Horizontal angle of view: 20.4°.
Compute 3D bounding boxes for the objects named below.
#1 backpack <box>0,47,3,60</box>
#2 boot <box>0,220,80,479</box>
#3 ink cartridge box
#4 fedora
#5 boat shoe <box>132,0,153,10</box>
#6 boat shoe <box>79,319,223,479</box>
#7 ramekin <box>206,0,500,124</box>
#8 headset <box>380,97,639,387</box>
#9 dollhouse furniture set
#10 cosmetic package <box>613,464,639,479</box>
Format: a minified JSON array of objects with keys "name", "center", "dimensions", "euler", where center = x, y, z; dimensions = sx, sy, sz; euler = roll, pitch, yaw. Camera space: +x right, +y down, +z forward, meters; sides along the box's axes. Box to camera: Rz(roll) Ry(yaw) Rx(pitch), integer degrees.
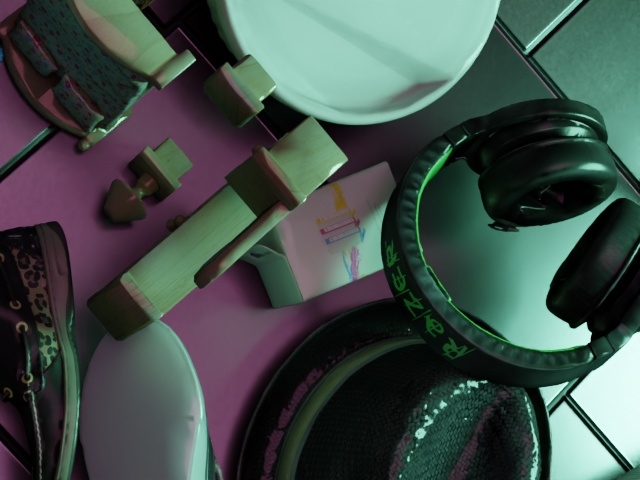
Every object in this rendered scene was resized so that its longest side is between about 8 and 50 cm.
[{"name":"backpack","center":[-0.375,-0.145,1.399],"dimensions":[0.276,0.263,0.213],"euler":[-23,91,-21]},{"name":"boot","center":[-0.295,0.101,1.489],"dimensions":[0.179,0.085,0.236],"euler":[-1,76,-17]},{"name":"ink cartridge box","center":[0.000,0.000,1.600],"dimensions":[0.143,0.092,0.090],"euler":[-22,90,-20]},{"name":"fedora","center":[0.089,0.212,1.563],"dimensions":[0.334,0.152,0.334],"euler":[2,84,-19]},{"name":"boat shoe","center":[-0.164,-0.229,1.581],"dimensions":[0.045,0.050,0.135],"euler":[43,48,-21]},{"name":"boat shoe","center":[-0.129,0.216,1.521],"dimensions":[0.108,0.102,0.301],"euler":[-13,84,8]},{"name":"ramekin","center":[0.018,-0.242,1.595],"dimensions":[0.273,0.127,0.273],"euler":[-3,99,-21]},{"name":"headset","center":[0.227,-0.007,1.616],"dimensions":[0.394,0.185,0.243],"euler":[-25,74,-27]},{"name":"dollhouse furniture set","center":[-0.197,-0.114,1.429],"dimensions":[0.174,0.303,0.355],"euler":[-42,96,-23]},{"name":"cosmetic package","center":[0.374,0.318,1.702],"dimensions":[0.099,0.060,0.239],"euler":[-26,91,-20]}]
